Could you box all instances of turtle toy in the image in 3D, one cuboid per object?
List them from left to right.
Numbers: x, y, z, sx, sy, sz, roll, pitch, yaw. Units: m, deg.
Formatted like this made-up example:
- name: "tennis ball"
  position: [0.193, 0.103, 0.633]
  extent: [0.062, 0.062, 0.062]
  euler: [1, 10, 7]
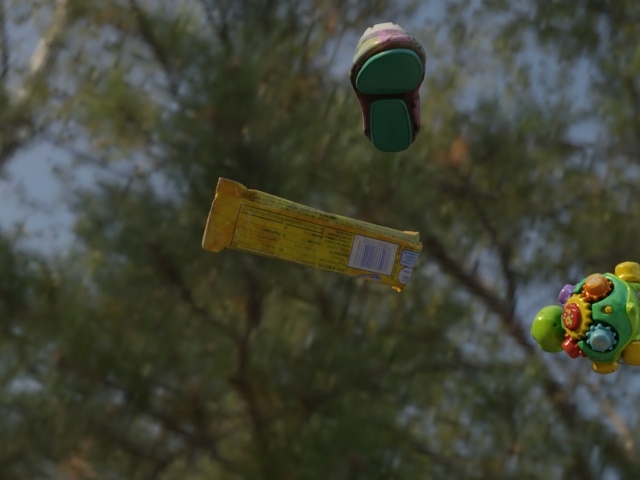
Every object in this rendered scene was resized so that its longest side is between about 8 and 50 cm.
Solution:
- name: "turtle toy"
  position: [0.244, 0.073, 1.756]
  extent: [0.066, 0.095, 0.130]
  euler: [3, -15, -27]

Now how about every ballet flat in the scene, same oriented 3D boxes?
- name: "ballet flat"
  position: [0.069, -0.169, 1.945]
  extent: [0.077, 0.079, 0.221]
  euler: [-2, -25, 3]

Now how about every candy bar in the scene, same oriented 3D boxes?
- name: "candy bar"
  position: [0.000, 0.000, 1.091]
  extent: [0.161, 0.040, 0.018]
  euler: [14, 3, -43]
